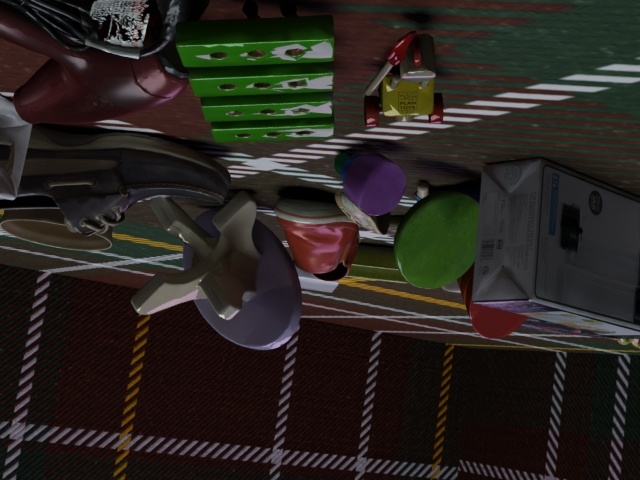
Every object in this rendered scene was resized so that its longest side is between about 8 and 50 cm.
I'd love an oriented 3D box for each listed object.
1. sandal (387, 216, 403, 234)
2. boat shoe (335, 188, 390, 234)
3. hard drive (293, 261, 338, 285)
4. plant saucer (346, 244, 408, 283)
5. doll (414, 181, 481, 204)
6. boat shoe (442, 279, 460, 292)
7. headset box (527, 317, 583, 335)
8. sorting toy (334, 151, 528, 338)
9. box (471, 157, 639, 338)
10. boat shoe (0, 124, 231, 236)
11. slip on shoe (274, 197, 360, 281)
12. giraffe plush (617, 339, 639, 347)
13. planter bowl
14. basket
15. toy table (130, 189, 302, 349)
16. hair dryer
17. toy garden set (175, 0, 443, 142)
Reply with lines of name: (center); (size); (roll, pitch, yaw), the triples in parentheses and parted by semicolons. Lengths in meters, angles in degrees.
sandal: (0.159, -0.011, 1.573); (0.072, 0.049, 0.180); (14, 169, -36)
boat shoe: (0.061, -0.045, 1.459); (0.045, 0.050, 0.135); (7, 162, 26)
hard drive: (-0.116, 0.072, 2.374); (0.308, 0.040, 0.203); (8, 171, -3)
plant saucer: (0.077, 0.040, 1.985); (0.188, 0.045, 0.188); (6, 171, 9)
doll: (0.179, -0.043, 1.358); (0.129, 0.046, 0.189); (24, 163, -26)
boat shoe: (0.336, 0.042, 1.596); (0.158, 0.127, 0.341); (5, -179, -29)
headset box: (0.464, 0.110, 1.890); (0.218, 0.110, 0.293); (5, 171, 20)
sorting toy: (0.136, -0.010, 1.307); (0.366, 0.127, 0.126); (37, -177, -37)
box: (0.314, 0.017, 1.248); (0.290, 0.169, 0.087); (17, 165, -39)
boat shoe: (-0.293, -0.067, 1.328); (0.356, 0.130, 0.132); (7, 171, 5)
slip on shoe: (0.000, 0.000, 1.619); (0.123, 0.101, 0.331); (8, 170, 10)
giraffe plush: (0.477, 0.080, 1.488); (0.182, 0.170, 0.210); (7, 171, 5)
planter bowl: (-0.378, -0.057, 1.523); (0.162, 0.109, 0.162); (7, 165, 2)
basket: (-0.424, -0.119, 1.173); (0.103, 0.113, 0.167); (6, 171, 24)
toy table: (-0.159, 0.039, 1.627); (0.274, 0.252, 0.161); (40, -174, 33)
hair dryer: (-0.205, -0.170, 0.819); (0.224, 0.080, 0.293); (12, 156, -10)
toy garden set: (0.003, -0.137, 0.822); (0.204, 0.049, 0.244); (-3, 170, 0)
